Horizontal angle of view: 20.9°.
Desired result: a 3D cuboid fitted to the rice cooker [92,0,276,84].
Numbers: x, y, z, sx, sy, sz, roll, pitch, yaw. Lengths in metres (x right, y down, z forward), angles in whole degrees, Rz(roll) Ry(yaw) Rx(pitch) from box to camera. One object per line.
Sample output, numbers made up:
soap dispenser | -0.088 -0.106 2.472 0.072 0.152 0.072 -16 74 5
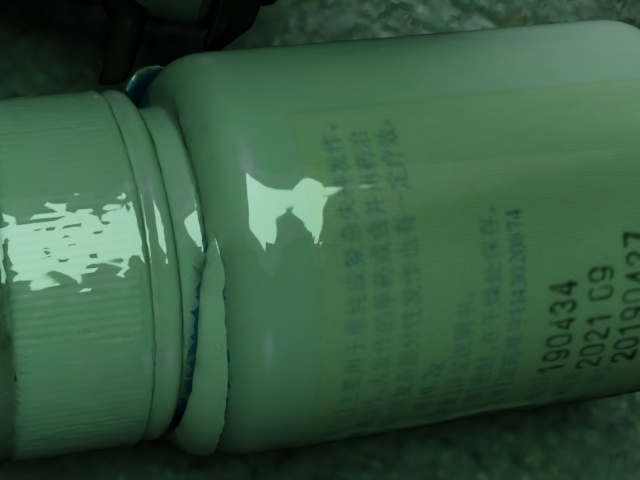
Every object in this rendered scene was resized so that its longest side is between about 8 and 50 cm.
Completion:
rice cooker | -0.071 -0.199 0.627 0.227 0.241 0.280 13 95 -7

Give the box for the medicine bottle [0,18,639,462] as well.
medicine bottle | 0.000 0.000 0.611 0.258 0.143 0.143 -6 69 -19
